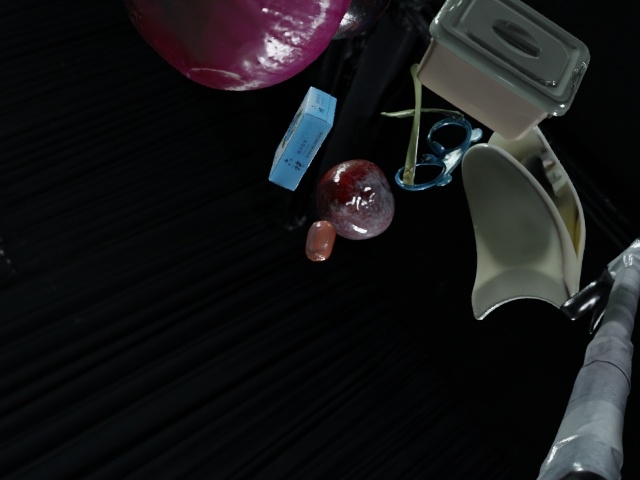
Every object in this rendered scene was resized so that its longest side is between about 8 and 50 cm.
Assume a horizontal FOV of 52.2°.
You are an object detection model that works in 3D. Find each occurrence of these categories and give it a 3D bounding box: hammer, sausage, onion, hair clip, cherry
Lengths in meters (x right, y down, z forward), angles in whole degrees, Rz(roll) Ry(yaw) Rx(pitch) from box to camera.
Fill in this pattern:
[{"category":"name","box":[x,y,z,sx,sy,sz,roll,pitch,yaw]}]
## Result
[{"category":"hammer","box":[0.220,0.064,0.478,0.044,0.427,0.152,45,-61,11]},{"category":"sausage","box":[0.000,0.000,1.431,0.059,0.054,0.094,-16,-124,59]},{"category":"onion","box":[-0.141,-0.355,0.772,0.348,0.385,0.347,9,-76,37]},{"category":"hair clip","box":[0.284,-0.037,0.946,0.172,0.113,0.282,-15,-90,54]},{"category":"cherry","box":[0.094,-0.115,1.866,0.203,0.300,0.230,-5,-86,31]}]

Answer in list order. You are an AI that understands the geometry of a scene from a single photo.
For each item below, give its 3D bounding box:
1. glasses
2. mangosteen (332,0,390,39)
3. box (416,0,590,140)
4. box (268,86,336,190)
[{"category":"glasses","box":[0.196,-0.224,1.287,0.207,0.239,0.102,51,-34,-13]},{"category":"mangosteen","box":[0.036,-0.574,1.382,0.311,0.311,0.311,39,-36,36]},{"category":"box","box":[0.141,-0.142,0.523,0.122,0.089,0.062,33,-32,-1]},{"category":"box","box":[-0.047,-0.262,1.698,0.083,0.142,0.232,25,-51,-14]}]
